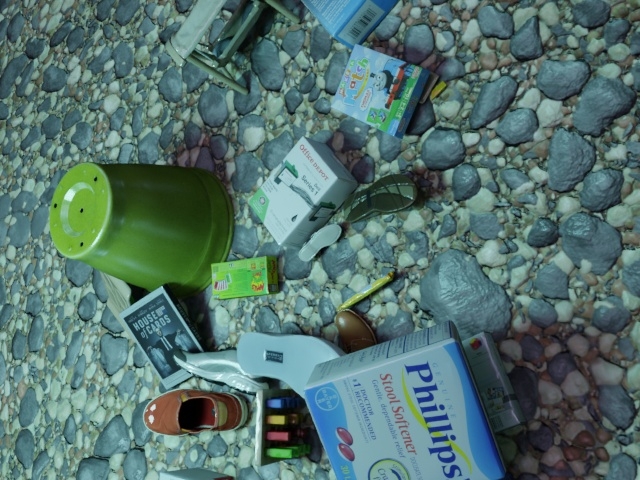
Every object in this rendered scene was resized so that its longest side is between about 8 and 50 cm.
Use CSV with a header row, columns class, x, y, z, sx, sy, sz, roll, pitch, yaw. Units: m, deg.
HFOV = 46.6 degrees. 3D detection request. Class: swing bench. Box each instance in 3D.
class,x,y,z,sx,sy,sz,roll,pitch,yaw
swing bench,-0.235,-0.545,1.872,0.253,0.255,0.165,-49,57,18

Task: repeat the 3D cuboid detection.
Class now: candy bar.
class,x,y,z,sx,sy,sz,roll,pitch,yaw
candy bar,0.101,0.112,1.642,0.161,0.040,0.018,-36,90,25

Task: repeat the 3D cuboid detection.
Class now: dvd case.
class,x,y,z,sx,sy,sz,roll,pitch,yaw
dvd case,-0.396,0.250,1.915,0.179,0.029,0.238,-31,93,28

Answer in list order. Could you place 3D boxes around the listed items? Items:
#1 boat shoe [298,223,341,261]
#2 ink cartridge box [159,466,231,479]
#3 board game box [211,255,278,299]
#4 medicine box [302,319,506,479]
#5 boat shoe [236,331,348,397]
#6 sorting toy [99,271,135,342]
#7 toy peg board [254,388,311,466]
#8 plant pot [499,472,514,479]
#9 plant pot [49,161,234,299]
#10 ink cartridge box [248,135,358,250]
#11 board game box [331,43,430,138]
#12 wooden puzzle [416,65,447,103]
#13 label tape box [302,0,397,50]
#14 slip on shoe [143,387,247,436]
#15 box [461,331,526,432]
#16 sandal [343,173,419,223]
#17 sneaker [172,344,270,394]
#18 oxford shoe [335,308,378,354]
class,x,y,z,sx,sy,sz,roll,pitch,yaw
boat shoe,0.000,0.000,1.734,0.046,0.038,0.125,41,112,-11
ink cartridge box,-0.307,0.649,1.778,0.127,0.128,0.176,1,83,36
board game box,-0.189,0.095,1.846,0.181,0.043,0.092,-9,82,35
medicine box,0.154,0.324,1.356,0.289,0.149,0.263,-20,93,11
boat shoe,-0.018,0.270,1.619,0.367,0.156,0.135,0,85,49
sorting toy,-0.552,0.156,2.054,0.193,0.038,0.208,43,146,33
toy peg board,-0.077,0.412,1.648,0.079,0.161,0.160,-2,79,18
plant pot,0.240,0.565,1.340,0.236,0.236,0.212,-26,73,29
plant pot,-0.473,-0.047,1.891,0.366,0.353,0.366,-7,77,34
ink cartridge box,-0.042,-0.112,1.752,0.219,0.092,0.160,-49,58,19
board game box,0.132,-0.342,1.689,0.211,0.039,0.160,33,106,40
wooden puzzle,0.224,-0.346,1.654,0.078,0.014,0.116,-52,56,12
label tape box,0.051,-0.658,1.779,0.240,0.106,0.333,-46,58,21
slip on shoe,-0.334,0.431,1.857,0.331,0.101,0.123,-10,77,36
box,0.300,0.293,1.461,0.145,0.038,0.186,-31,66,27
sandal,0.139,-0.084,1.643,0.219,0.060,0.090,-24,61,46
sneaker,-0.235,0.302,1.811,0.271,0.100,0.108,10,74,23
oxford shoe,0.080,0.235,1.609,0.076,0.076,0.212,-43,56,25
